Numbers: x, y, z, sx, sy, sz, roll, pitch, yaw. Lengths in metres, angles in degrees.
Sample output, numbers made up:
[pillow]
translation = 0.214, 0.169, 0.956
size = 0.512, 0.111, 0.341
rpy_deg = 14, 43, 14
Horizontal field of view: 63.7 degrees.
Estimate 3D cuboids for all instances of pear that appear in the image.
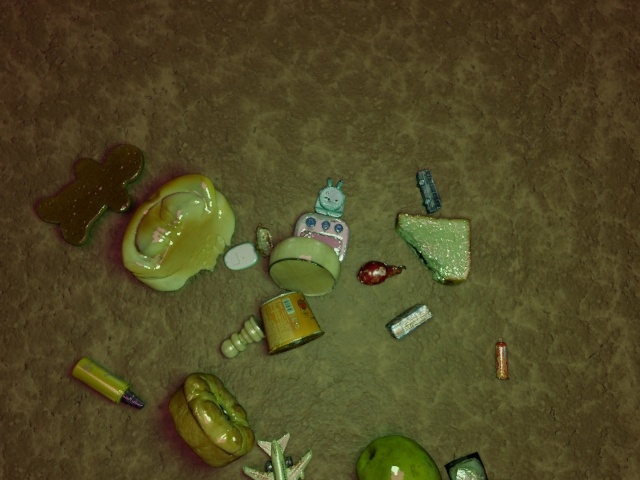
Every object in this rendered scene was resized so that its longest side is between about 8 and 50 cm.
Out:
[pear]
translation = 0.272, 0.799, 1.722
size = 0.307, 0.253, 0.253
rpy_deg = 44, 83, -3

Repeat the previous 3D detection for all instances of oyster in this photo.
[oyster]
translation = -0.210, 0.001, 1.929
size = 0.086, 0.029, 0.132
rpy_deg = 24, 59, -24

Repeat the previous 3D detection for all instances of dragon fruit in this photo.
[dragon fruit]
translation = 0.229, 0.111, 1.898
size = 0.190, 0.094, 0.094
rpy_deg = -12, 82, -8

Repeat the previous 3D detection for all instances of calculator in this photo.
[calculator]
translation = -0.285, 0.057, 1.925
size = 0.152, 0.021, 0.095
rpy_deg = -21, 83, -4

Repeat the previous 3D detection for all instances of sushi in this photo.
[sushi]
translation = 0.554, 0.888, 1.778
size = 0.134, 0.109, 0.273
rpy_deg = -24, 84, -4

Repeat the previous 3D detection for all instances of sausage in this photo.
[sausage]
translation = 0.663, 0.430, 1.880
size = 0.050, 0.048, 0.146
rpy_deg = -5, 78, 37

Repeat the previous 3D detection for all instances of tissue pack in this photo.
[tissue pack]
translation = 0.317, 0.290, 1.857
size = 0.155, 0.115, 0.065
rpy_deg = -31, 86, -6

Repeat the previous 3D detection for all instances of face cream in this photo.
[face cream]
translation = -0.741, 0.515, 1.820
size = 0.273, 0.078, 0.078
rpy_deg = 31, 82, 4

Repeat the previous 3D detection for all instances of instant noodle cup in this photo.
[instant noodle cup]
translation = -0.112, 0.288, 1.811
size = 0.215, 0.216, 0.172
rpy_deg = -21, 74, -4

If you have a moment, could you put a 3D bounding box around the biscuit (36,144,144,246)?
[biscuit]
translation = -0.824, -0.182, 1.926
size = 0.283, 0.064, 0.432
rpy_deg = 40, 81, 13

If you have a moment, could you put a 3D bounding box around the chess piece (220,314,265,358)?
[chess piece]
translation = -0.283, 0.355, 1.856
size = 0.170, 0.094, 0.094
rpy_deg = -36, 84, 2

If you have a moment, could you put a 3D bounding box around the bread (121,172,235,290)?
[bread]
translation = -0.501, -0.023, 1.819
size = 0.329, 0.245, 0.424
rpy_deg = 40, 79, 4

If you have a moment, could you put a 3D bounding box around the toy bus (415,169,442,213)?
[toy bus]
translation = 0.411, -0.186, 1.964
size = 0.065, 0.047, 0.166
rpy_deg = -15, 82, -7

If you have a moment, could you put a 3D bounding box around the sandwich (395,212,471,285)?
[sandwich]
translation = 0.414, 0.031, 1.905
size = 0.288, 0.099, 0.255
rpy_deg = 7, 81, -1

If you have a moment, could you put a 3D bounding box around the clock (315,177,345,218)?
[clock]
translation = 0.042, -0.161, 1.953
size = 0.108, 0.045, 0.147
rpy_deg = 12, 81, -1

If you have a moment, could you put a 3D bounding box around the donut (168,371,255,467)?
[donut]
translation = -0.358, 0.596, 1.722
size = 0.150, 0.299, 0.317
rpy_deg = -42, 52, 5

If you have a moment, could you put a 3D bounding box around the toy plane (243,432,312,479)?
[toy plane]
translation = -0.137, 0.810, 1.778
size = 0.241, 0.104, 0.256
rpy_deg = -12, 82, -5

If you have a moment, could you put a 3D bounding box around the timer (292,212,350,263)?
[timer]
translation = 0.000, 0.000, 1.916
size = 0.208, 0.069, 0.191
rpy_deg = 13, 82, 0

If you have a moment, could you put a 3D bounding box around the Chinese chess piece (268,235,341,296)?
[Chinese chess piece]
translation = -0.056, 0.093, 1.809
size = 0.257, 0.257, 0.104
rpy_deg = 13, 55, 1
